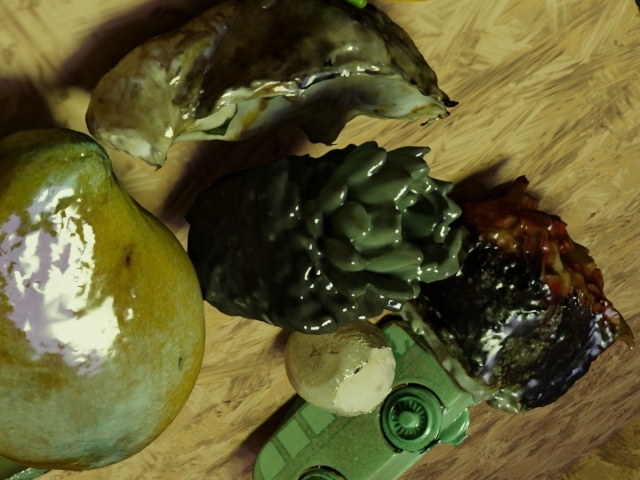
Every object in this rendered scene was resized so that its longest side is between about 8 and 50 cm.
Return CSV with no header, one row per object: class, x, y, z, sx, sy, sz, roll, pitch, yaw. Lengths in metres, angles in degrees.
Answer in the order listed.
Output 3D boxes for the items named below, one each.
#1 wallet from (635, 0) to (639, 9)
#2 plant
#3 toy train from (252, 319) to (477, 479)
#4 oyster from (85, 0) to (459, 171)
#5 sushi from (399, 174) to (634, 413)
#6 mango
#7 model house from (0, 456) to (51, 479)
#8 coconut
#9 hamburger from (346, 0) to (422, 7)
wallet,0.335,-0.231,0.955,0.124,0.025,0.244,-41,152,10
plant,0.000,0.000,0.781,0.194,0.129,0.132,-7,-175,41
toy train,0.049,0.231,1.287,0.326,0.159,0.129,-46,154,17
oyster,-0.013,-0.104,0.732,0.166,0.094,0.294,-24,170,26
sushi,0.213,0.072,1.152,0.182,0.196,0.343,-35,155,17
mango,-0.172,0.049,0.726,0.192,0.146,0.316,-22,148,-17
model house,-0.257,0.188,0.960,0.078,0.066,0.083,-25,154,-14
coconut,0.026,0.130,1.131,0.110,0.110,0.124,-41,148,16
hamburger,0.022,-0.190,0.595,0.166,0.087,0.137,-3,142,-44
